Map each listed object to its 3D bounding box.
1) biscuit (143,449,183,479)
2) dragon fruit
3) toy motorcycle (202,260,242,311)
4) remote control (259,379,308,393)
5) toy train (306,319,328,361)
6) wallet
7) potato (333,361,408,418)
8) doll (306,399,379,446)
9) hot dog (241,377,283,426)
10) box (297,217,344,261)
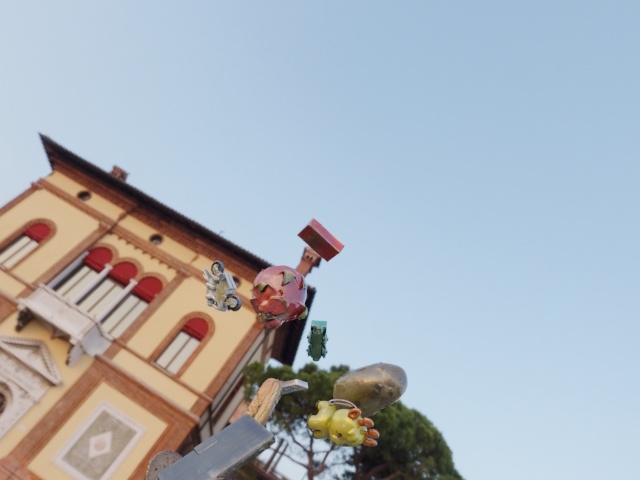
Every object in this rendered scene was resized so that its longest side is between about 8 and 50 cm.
[{"bbox_3d":[-0.586,0.900,1.830,0.027,0.188,0.188,-29,-69,31],"label":"biscuit"},{"bbox_3d":[-0.195,0.291,2.341,0.305,0.305,0.226,60,2,-29],"label":"dragon fruit"},{"bbox_3d":[-0.399,0.197,1.898,0.151,0.074,0.229,-38,-108,19],"label":"toy motorcycle"},{"bbox_3d":[-0.186,0.738,2.402,0.250,0.034,0.103,-21,-37,28],"label":"remote control"},{"bbox_3d":[-0.013,0.496,2.393,0.107,0.154,0.198,4,-68,3],"label":"toy train"},{"bbox_3d":[-0.296,0.629,1.388,0.169,0.317,0.044,11,-60,50],"label":"wallet"},{"bbox_3d":[0.165,0.493,1.607,0.165,0.262,0.165,62,1,-2],"label":"potato"},{"bbox_3d":[0.072,0.547,1.422,0.220,0.135,0.143,-12,-70,39],"label":"doll"},{"bbox_3d":[-0.233,0.674,1.954,0.109,0.269,0.072,4,-44,41],"label":"hot dog"},{"bbox_3d":[0.000,-0.001,1.962,0.175,0.048,0.112,43,-37,-6],"label":"box"}]
